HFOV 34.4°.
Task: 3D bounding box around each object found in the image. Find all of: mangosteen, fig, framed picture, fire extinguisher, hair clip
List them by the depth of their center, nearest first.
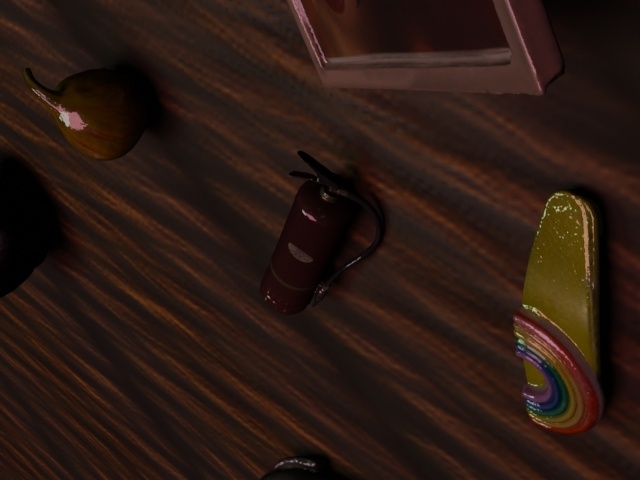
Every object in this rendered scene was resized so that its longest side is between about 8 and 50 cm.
[{"bbox_3d":[0.011,-0.174,0.518,0.211,0.020,0.289,66,167,-16],"label":"framed picture"},{"bbox_3d":[0.148,0.054,0.624,0.060,0.033,0.189,24,135,37],"label":"hair clip"},{"bbox_3d":[0.000,0.000,0.756,0.078,0.045,0.157,22,141,-2],"label":"fire extinguisher"},{"bbox_3d":[-0.191,-0.107,0.850,0.082,0.098,0.084,-41,62,33],"label":"fig"},{"bbox_3d":[-0.368,-0.008,1.123,0.152,0.152,0.153,31,139,32],"label":"mangosteen"}]

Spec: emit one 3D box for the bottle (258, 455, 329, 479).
[{"bbox_3d":[0.041,0.262,0.894,0.253,0.079,0.096,15,91,44],"label":"bottle"}]
